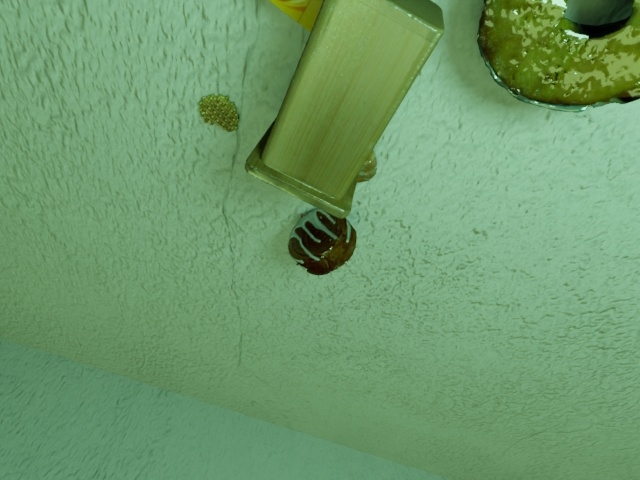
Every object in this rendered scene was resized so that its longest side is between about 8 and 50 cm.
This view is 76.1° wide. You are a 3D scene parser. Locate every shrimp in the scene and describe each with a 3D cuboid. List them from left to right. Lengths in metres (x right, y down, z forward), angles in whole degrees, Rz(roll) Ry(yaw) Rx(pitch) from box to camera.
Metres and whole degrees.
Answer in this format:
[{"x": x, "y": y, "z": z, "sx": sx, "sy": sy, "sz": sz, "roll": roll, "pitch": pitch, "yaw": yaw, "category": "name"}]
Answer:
[{"x": 0.065, "y": -0.186, "z": 0.805, "sx": 0.091, "sy": 0.043, "sz": 0.184, "roll": 6, "pitch": 137, "yaw": 15, "category": "shrimp"}]

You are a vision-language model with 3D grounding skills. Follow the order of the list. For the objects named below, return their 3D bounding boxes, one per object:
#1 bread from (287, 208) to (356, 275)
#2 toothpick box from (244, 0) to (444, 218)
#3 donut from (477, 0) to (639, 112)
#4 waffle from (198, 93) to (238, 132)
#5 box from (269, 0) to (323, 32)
[{"x": 0.000, "y": 0.000, "z": 0.930, "sx": 0.160, "sy": 0.160, "sz": 0.073, "roll": -17, "pitch": 141, "yaw": 30, "category": "bread"}, {"x": 0.035, "y": -0.223, "z": 0.624, "sx": 0.187, "sy": 0.190, "sz": 0.308, "roll": 26, "pitch": 131, "yaw": -7, "category": "toothpick box"}, {"x": 0.357, "y": -0.305, "z": 0.534, "sx": 0.272, "sy": 0.107, "sz": 0.272, "roll": 18, "pitch": 144, "yaw": 14, "category": "donut"}, {"x": -0.207, "y": -0.259, "z": 0.830, "sx": 0.085, "sy": 0.016, "sz": 0.078, "roll": 10, "pitch": 132, "yaw": 5, "category": "waffle"}, {"x": -0.025, "y": -0.413, "z": 0.600, "sx": 0.269, "sy": 0.043, "sz": 0.152, "roll": 30, "pitch": 133, "yaw": -16, "category": "box"}]
